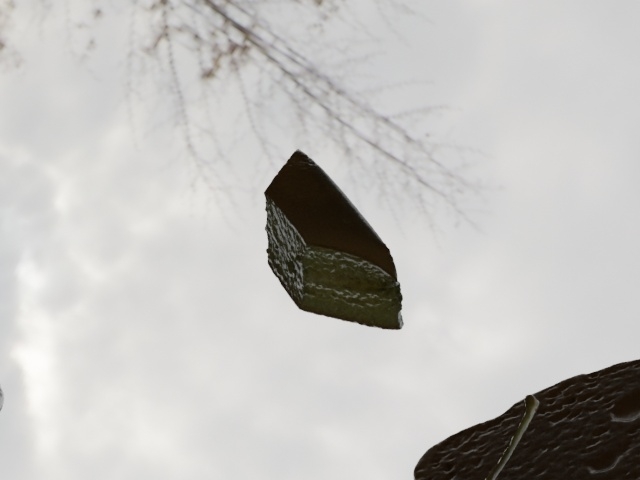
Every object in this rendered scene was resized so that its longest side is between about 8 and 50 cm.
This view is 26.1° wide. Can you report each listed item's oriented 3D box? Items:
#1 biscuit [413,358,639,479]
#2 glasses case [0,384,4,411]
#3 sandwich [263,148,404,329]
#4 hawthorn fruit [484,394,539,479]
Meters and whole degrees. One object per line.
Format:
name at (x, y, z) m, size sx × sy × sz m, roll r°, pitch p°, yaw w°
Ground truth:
biscuit at (0.260, 0.226, 1.354) m, size 0.381 × 0.074 × 0.359 m, roll -29°, pitch -160°, yaw -21°
glasses case at (-0.287, 0.126, 0.913) m, size 0.041 × 0.164 × 0.063 m, roll 55°, pitch -41°, yaw 24°
sandwich at (0.000, 0.000, 1.456) m, size 0.258 × 0.096 × 0.094 m, roll -128°, pitch -151°, yaw -49°
hawthorn fruit at (0.085, 0.245, 1.048) m, size 0.285 × 0.165 × 0.165 m, roll -48°, pitch -136°, yaw 6°
